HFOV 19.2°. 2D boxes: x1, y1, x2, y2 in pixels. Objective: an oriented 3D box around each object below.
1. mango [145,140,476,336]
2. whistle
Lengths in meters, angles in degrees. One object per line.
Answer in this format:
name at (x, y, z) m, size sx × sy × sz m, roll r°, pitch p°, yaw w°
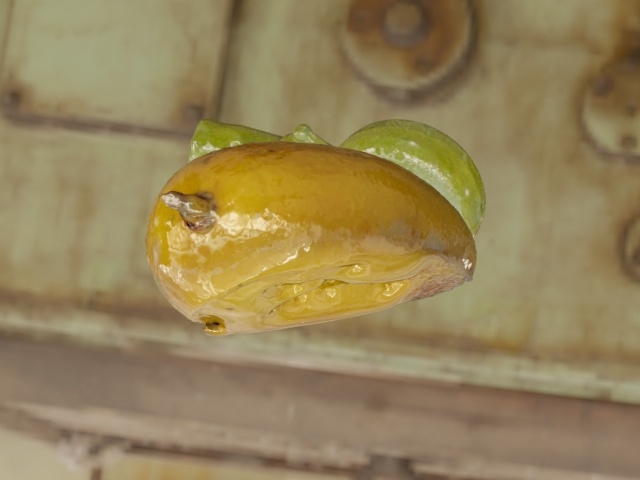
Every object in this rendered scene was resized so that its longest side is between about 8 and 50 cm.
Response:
mango at (0.000, 0.000, 0.764) m, size 0.101 × 0.066 × 0.187 m, roll -28°, pitch 155°, yaw 37°
whistle at (0.011, -0.041, 1.211) m, size 0.198 × 0.057 × 0.104 m, roll 16°, pitch 129°, yaw 19°
